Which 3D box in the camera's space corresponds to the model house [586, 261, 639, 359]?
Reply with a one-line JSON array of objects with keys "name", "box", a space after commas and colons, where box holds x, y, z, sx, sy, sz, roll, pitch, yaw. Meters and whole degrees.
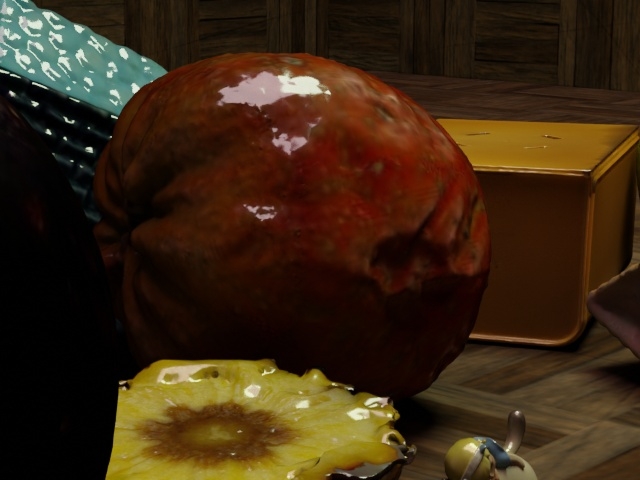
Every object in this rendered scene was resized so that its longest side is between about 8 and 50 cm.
[{"name": "model house", "box": [0.307, -0.004, 1.056, 0.202, 0.237, 0.237, -13, 11, -25]}]

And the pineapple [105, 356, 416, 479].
[{"name": "pineapple", "box": [-0.054, 0.122, 0.791, 0.224, 0.076, 0.225, -1, 14, 0]}]

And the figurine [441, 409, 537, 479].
[{"name": "figurine", "box": [0.087, 0.125, 0.848, 0.047, 0.051, 0.083, 0, 10, 30]}]

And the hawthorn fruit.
[{"name": "hawthorn fruit", "box": [-0.020, 0.001, 1.006, 0.261, 0.258, 0.258, 23, 7, -12]}]

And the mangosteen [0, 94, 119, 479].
[{"name": "mangosteen", "box": [-0.229, 0.060, 0.622, 0.306, 0.307, 0.347, 0, -15, -1]}]

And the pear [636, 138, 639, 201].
[{"name": "pear", "box": [0.370, -0.053, 1.331, 0.212, 0.213, 0.269, 4, 2, 19]}]

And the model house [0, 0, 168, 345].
[{"name": "model house", "box": [-0.182, 0.007, 1.158, 0.261, 0.226, 0.241, 24, 38, -27]}]

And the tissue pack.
[{"name": "tissue pack", "box": [0.150, -0.016, 1.314, 0.194, 0.145, 0.274, 6, 12, 18]}]
